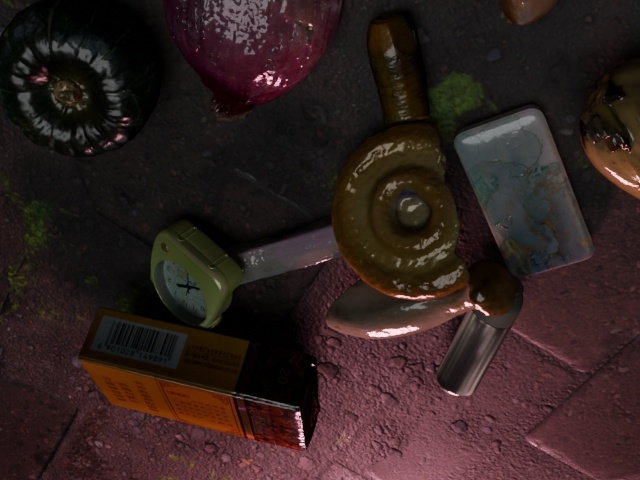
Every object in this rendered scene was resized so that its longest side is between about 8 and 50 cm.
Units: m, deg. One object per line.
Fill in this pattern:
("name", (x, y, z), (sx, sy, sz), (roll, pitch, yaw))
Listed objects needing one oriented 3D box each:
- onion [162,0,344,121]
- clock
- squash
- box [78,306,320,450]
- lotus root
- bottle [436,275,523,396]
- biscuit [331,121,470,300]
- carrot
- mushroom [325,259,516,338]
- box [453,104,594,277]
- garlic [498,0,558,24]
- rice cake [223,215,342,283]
("onion", (-0.119, -0.291, 1.237), (0.267, 0.159, 0.348), (17, 124, 7))
("clock", (-0.232, 0.084, 1.538), (0.170, 0.069, 0.232), (40, 139, 15))
("squash", (-0.375, -0.251, 1.321), (0.252, 0.165, 0.252), (6, 125, 8))
("box", (-0.211, 0.265, 1.592), (0.415, 0.115, 0.264), (11, 151, 8))
("lotus root", (0.500, -0.126, 1.182), (0.310, 0.183, 0.183), (33, 124, -10))
("bottle", (0.272, 0.163, 1.485), (0.096, 0.079, 0.253), (34, 129, 19))
("biscuit", (0.117, -0.035, 1.311), (0.213, 0.091, 0.274), (-20, 83, 23))
("carrot", (0.115, -0.247, 1.252), (0.082, 0.082, 0.173), (-7, 117, 18))
("mushroom", (0.158, 0.098, 1.421), (0.350, 0.128, 0.128), (-12, 120, 38))
("box", (0.323, -0.071, 1.340), (0.142, 0.044, 0.285), (-19, 117, 20))
("garlic", (0.235, -0.395, 1.109), (0.245, 0.145, 0.164), (48, 152, -15))
("rice cake", (0.000, 0.001, 1.454), (0.399, 0.064, 0.070), (-17, 110, 24))
